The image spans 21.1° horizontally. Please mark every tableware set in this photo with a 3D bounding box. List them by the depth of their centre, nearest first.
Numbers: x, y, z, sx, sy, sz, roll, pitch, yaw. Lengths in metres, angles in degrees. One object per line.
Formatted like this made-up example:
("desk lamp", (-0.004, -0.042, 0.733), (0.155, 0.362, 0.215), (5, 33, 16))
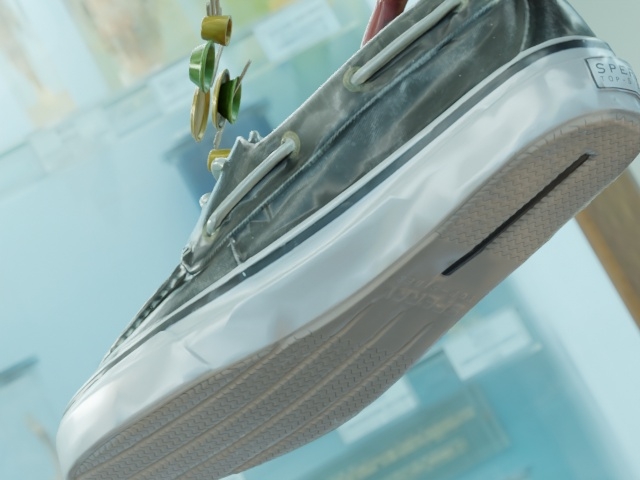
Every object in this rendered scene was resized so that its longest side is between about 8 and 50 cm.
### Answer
("tableware set", (-0.073, -0.107, 1.262), (0.024, 0.104, 0.154), (8, -38, 7))

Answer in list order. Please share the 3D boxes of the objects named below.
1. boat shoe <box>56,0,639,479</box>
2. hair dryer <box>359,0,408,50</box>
("boat shoe", (0.000, 0.000, 0.808), (0.335, 0.119, 0.121), (-37, -33, 19))
("hair dryer", (0.056, -0.219, 1.630), (0.080, 0.293, 0.223), (22, -43, -24))
